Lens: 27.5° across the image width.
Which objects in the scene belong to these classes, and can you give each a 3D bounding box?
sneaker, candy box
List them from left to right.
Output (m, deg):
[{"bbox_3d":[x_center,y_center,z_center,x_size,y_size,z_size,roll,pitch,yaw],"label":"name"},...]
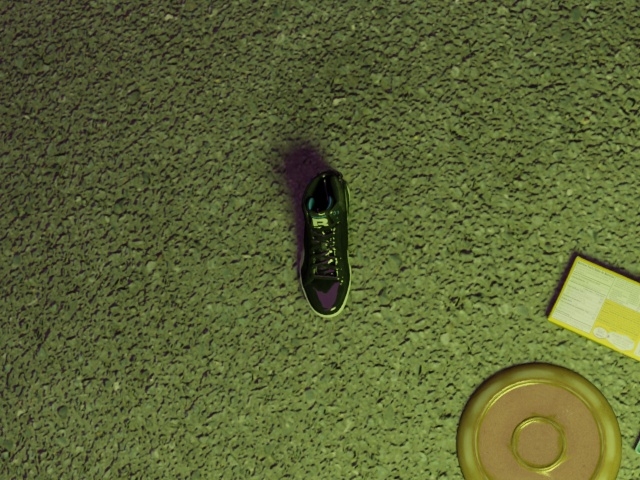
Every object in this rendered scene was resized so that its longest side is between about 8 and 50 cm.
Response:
[{"bbox_3d":[0.000,0.000,1.933,0.079,0.121,0.216,-1,78,9],"label":"sneaker"},{"bbox_3d":[0.442,0.111,1.883,0.206,0.027,0.105,25,81,18],"label":"candy box"}]

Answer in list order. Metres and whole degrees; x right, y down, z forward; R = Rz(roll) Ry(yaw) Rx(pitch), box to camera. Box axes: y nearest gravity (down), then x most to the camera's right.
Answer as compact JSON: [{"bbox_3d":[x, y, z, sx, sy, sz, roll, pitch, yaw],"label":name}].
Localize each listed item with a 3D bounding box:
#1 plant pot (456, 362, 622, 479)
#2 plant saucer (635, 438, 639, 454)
[{"bbox_3d":[0.312,0.291,1.872,0.236,0.032,0.236,-2,77,8],"label":"plant pot"},{"bbox_3d":[0.515,0.228,1.862,0.067,0.018,0.192,24,84,12],"label":"plant saucer"}]
